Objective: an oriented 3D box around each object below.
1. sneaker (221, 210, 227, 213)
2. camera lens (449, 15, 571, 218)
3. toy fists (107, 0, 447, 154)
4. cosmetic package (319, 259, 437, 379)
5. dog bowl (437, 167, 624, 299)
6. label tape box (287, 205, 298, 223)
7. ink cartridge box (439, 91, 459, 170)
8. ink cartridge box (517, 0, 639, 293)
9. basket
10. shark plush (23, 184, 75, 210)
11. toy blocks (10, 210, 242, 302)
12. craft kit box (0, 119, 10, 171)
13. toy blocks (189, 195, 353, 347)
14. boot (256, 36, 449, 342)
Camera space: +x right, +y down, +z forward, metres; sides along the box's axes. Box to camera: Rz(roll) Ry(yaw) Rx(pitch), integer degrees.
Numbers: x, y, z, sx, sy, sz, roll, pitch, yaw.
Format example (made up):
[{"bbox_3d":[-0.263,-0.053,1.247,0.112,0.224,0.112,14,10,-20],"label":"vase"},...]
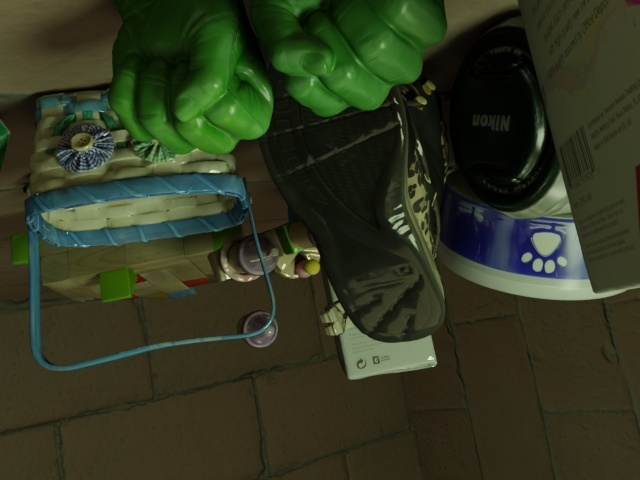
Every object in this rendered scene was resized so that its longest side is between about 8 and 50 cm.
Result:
[{"bbox_3d":[-0.234,-0.025,1.578,0.111,0.103,0.252,-10,174,5],"label":"sneaker"},{"bbox_3d":[0.305,-0.144,0.898,0.274,0.219,0.219,-8,173,-25],"label":"camera lens"},{"bbox_3d":[-0.042,-0.152,0.591,0.279,0.142,0.096,-14,173,20],"label":"toy fists"},{"bbox_3d":[0.077,0.033,1.359,0.156,0.385,0.217,-10,177,-2],"label":"cosmetic package"},{"bbox_3d":[0.289,-0.022,1.032,0.265,0.104,0.265,2,-160,-1],"label":"dog bowl"},{"bbox_3d":[0.064,-0.066,1.700,0.241,0.106,0.334,-12,173,13],"label":"label tape box"},{"bbox_3d":[0.185,-0.156,1.127,0.180,0.104,0.060,-12,175,13],"label":"ink cartridge box"},{"bbox_3d":[0.222,-0.131,0.484,0.131,0.306,0.226,-12,174,1],"label":"ink cartridge box"},{"bbox_3d":[-0.196,-0.019,0.841,0.255,0.289,0.201,-11,173,-6],"label":"basket"},{"bbox_3d":[-0.365,-0.072,1.178,0.161,0.073,0.067,1,137,-42],"label":"shark plush"},{"bbox_3d":[-0.300,0.033,1.380,0.381,0.190,0.261,-11,163,4],"label":"toy blocks"},{"bbox_3d":[-0.458,-0.031,0.837,0.250,0.061,0.247,-43,-168,-25],"label":"craft kit box"},{"bbox_3d":[0.000,0.000,1.070,0.289,0.309,0.260,-22,-175,-23],"label":"toy blocks"},{"bbox_3d":[0.055,-0.115,0.831,0.138,0.377,0.284,-13,-150,20],"label":"boot"}]
